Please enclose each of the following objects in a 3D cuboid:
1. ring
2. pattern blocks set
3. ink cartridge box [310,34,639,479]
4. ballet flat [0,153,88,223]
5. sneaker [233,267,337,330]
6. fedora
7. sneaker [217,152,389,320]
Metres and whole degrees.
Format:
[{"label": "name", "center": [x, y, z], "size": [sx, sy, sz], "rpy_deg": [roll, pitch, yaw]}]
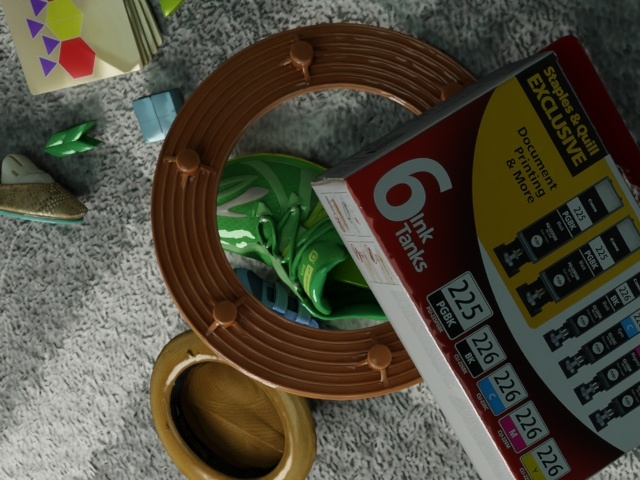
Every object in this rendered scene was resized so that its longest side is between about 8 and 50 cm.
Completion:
[{"label": "ring", "center": [0.017, -0.030, 1.389], "size": [0.336, 0.032, 0.337], "rpy_deg": [0, 80, 1]}, {"label": "pattern blocks set", "center": [-0.245, -0.241, 1.531], "size": [0.285, 0.026, 0.325], "rpy_deg": [-1, 108, 24]}, {"label": "ink cartridge box", "center": [0.191, 0.014, 1.307], "size": [0.272, 0.130, 0.309], "rpy_deg": [-32, 97, -10]}, {"label": "ballet flat", "center": [-0.331, -0.058, 1.615], "size": [0.206, 0.073, 0.067], "rpy_deg": [5, 96, 18]}, {"label": "sneaker", "center": [-0.033, 0.070, 1.526], "size": [0.059, 0.053, 0.144], "rpy_deg": [-28, 126, 23]}, {"label": "fedora", "center": [-0.076, 0.166, 1.580], "size": [0.194, 0.079, 0.194], "rpy_deg": [9, 110, 28]}, {"label": "sneaker", "center": [0.000, 0.000, 1.461], "size": [0.295, 0.123, 0.109], "rpy_deg": [17, 115, 17]}]
